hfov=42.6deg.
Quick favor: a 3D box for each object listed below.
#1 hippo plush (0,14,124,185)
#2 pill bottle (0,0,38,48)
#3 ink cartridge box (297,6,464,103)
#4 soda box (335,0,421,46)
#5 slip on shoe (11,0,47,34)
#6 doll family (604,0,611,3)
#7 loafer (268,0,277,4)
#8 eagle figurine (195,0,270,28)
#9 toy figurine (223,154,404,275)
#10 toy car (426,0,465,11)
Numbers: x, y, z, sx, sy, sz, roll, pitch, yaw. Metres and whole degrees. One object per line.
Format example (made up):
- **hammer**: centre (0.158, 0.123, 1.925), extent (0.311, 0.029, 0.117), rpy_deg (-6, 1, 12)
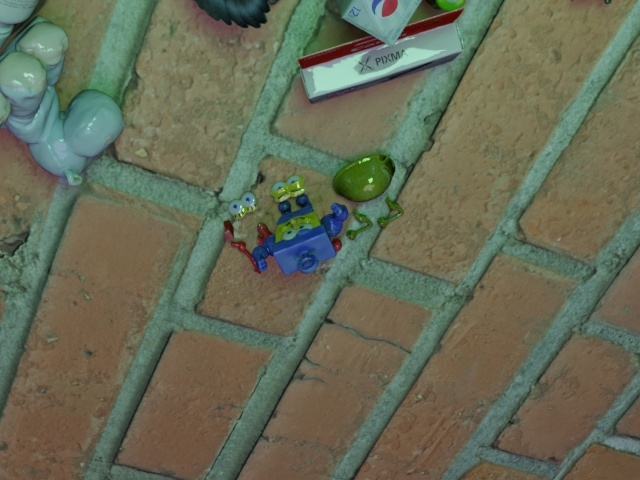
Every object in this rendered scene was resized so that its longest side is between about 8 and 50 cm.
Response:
- **hippo plush**: centre (-0.465, -0.192, 1.356), extent (0.294, 0.234, 0.236), rpy_deg (-36, 120, 14)
- **pill bottle**: centre (-0.481, -0.403, 1.236), extent (0.131, 0.131, 0.229), rpy_deg (29, 124, -24)
- **ink cartridge box**: centre (0.102, -0.301, 1.369), extent (0.274, 0.239, 0.060), rpy_deg (-17, 96, 3)
- **soda box**: centre (0.078, -0.404, 1.266), extent (0.091, 0.286, 0.098), rpy_deg (24, 116, -20)
- **slip on shoe**: centre (-0.492, -0.384, 1.344), extent (0.135, 0.041, 0.051), rpy_deg (-37, 120, 15)
- **doll family**: centre (0.470, -0.501, 1.389), extent (0.111, 0.076, 0.193), rpy_deg (-11, 120, 5)
- **loafer**: centre (-0.162, -0.465, 1.313), extent (0.267, 0.096, 0.084), rpy_deg (23, 123, -23)
- **eagle figurine**: centre (-0.158, -0.475, 1.170), extent (0.226, 0.225, 0.298), rpy_deg (-19, 146, 38)
- **toy figurine**: centre (0.000, 0.000, 1.556), extent (0.362, 0.217, 0.191), rpy_deg (-19, 123, 5)
- **toy car**: centre (0.182, -0.484, 1.320), extent (0.188, 0.155, 0.149), rpy_deg (41, 109, -18)
